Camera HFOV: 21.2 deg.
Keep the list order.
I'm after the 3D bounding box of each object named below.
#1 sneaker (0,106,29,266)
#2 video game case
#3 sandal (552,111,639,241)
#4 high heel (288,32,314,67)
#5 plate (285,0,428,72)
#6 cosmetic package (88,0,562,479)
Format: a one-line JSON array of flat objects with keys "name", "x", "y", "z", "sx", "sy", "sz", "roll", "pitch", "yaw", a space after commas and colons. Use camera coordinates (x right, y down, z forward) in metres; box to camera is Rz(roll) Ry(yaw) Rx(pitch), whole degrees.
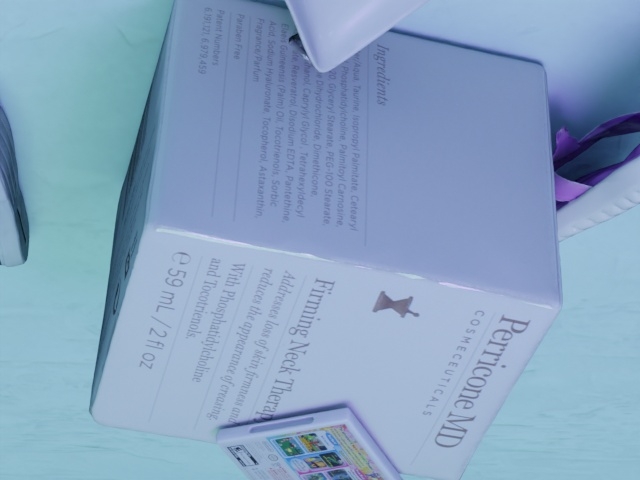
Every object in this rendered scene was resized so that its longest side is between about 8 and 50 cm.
[{"name": "sneaker", "x": -0.378, "y": -0.056, "z": 1.866, "sx": 0.091, "sy": 0.094, "sz": 0.258, "roll": -1, "pitch": 140, "yaw": -2}, {"name": "video game case", "x": -0.008, "y": 0.224, "z": 1.729, "sx": 0.143, "sy": 0.019, "sz": 0.157, "roll": -12, "pitch": 141, "yaw": 19}, {"name": "sandal", "x": 0.289, "y": -0.081, "z": 1.730, "sx": 0.102, "sy": 0.169, "sz": 0.416, "roll": 60, "pitch": 153, "yaw": 1}, {"name": "high heel", "x": -0.021, "y": -0.311, "z": 1.586, "sx": 0.186, "sy": 0.093, "sz": 0.261, "roll": -41, "pitch": 110, "yaw": 9}, {"name": "plate", "x": 0.064, "y": -0.307, "z": 1.477, "sx": 0.278, "sy": 0.045, "sz": 0.277, "roll": -36, "pitch": 147, "yaw": -3}, {"name": "cosmetic package", "x": 0.000, "y": 0.000, "z": 1.729, "sx": 0.394, "sy": 0.327, "sz": 0.329, "roll": 11, "pitch": 139, "yaw": -10}]
